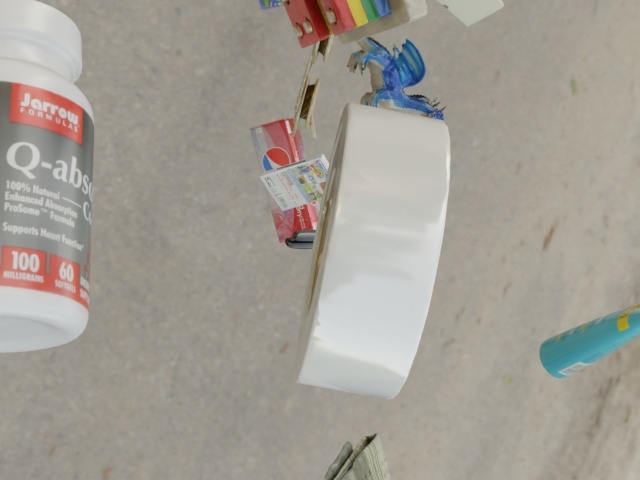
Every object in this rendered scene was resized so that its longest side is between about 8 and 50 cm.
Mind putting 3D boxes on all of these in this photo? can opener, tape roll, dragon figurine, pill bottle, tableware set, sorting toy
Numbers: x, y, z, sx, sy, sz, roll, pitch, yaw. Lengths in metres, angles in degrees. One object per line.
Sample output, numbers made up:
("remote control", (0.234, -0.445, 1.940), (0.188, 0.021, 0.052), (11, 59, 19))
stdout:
("can opener", (0.000, 0.000, 2.023), (0.059, 0.073, 0.186), (-45, 149, 22))
("tape roll", (0.047, 0.009, 0.993), (0.286, 0.100, 0.286), (-170, -90, -88))
("dragon figurine", (0.133, -0.314, 1.817), (0.144, 0.085, 0.289), (-22, 100, -13))
("pill bottle", (-0.359, -0.072, 1.110), (0.210, 0.210, 0.363), (23, 59, -53))
("tableware set", (0.001, -0.248, 1.454), (0.128, 0.039, 0.194), (106, -2, -78))
("sorting toy", (-0.004, -0.353, 1.169), (0.089, 0.257, 0.255), (-25, 101, -12))

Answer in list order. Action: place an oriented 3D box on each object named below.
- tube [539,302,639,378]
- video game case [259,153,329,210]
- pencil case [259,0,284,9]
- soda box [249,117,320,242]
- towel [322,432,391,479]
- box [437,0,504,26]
("tube", (0.342, 0.107, 1.169), (0.080, 0.207, 0.052), (-29, 83, -39))
("video game case", (-0.031, -0.098, 1.709), (0.087, 0.122, 0.011), (57, 29, -36))
("pencil case", (-0.079, -0.476, 1.416), (0.133, 0.119, 0.306), (-80, 152, -60))
("soda box", (-0.072, -0.134, 2.213), (0.083, 0.092, 0.263), (-26, 101, -71))
("towel", (0.056, 0.426, 1.235), (0.312, 0.056, 0.324), (-19, 95, -73))
("box", (0.272, -0.522, 1.989), (0.275, 0.094, 0.113), (9, 56, -66))
